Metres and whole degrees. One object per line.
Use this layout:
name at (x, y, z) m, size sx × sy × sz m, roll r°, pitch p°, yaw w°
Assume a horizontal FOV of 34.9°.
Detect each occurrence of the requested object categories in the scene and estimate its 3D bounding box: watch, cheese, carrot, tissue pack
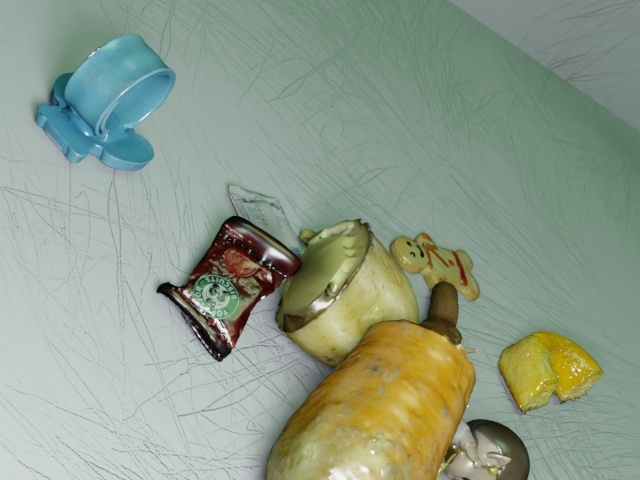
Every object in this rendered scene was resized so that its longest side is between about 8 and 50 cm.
watch at (-0.339, -0.236, 1.662) m, size 0.211 × 0.193 × 0.211 m, roll 29°, pitch 34°, yaw -21°
cheese at (0.000, 0.000, 1.901) m, size 0.083 × 0.044 × 0.030 m, roll 23°, pitch 55°, yaw -32°
carrot at (0.071, 0.282, 1.461) m, size 0.224 × 0.224 × 0.341 m, roll 40°, pitch 53°, yaw -6°
tissue pack at (-0.091, -0.017, 1.837) m, size 0.122 × 0.026 × 0.193 m, roll 6°, pitch 49°, yaw -44°

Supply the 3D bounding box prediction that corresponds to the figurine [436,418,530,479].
figurine at (0.245, 0.364, 1.675) m, size 0.275 × 0.158 × 0.161 m, roll 27°, pitch -5°, yaw -23°

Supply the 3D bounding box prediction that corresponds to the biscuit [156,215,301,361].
biscuit at (-0.149, 0.068, 1.627) m, size 0.151 × 0.063 × 0.235 m, roll 38°, pitch 50°, yaw 2°

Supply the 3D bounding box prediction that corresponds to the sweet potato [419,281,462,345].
sweet potato at (0.212, 0.180, 1.880) m, size 0.109 × 0.109 × 0.385 m, roll 44°, pitch 28°, yaw 1°

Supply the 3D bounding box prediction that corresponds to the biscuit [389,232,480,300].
biscuit at (0.241, 0.048, 2.118) m, size 0.234 × 0.030 × 0.153 m, roll 21°, pitch 37°, yaw -31°

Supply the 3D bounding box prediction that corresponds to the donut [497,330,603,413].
donut at (0.453, 0.253, 2.069) m, size 0.259 × 0.101 × 0.152 m, roll -5°, pitch 51°, yaw -44°

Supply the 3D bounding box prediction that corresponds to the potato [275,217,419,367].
potato at (0.059, 0.109, 1.702) m, size 0.242 × 0.242 × 0.285 m, roll 35°, pitch 12°, yaw -13°
